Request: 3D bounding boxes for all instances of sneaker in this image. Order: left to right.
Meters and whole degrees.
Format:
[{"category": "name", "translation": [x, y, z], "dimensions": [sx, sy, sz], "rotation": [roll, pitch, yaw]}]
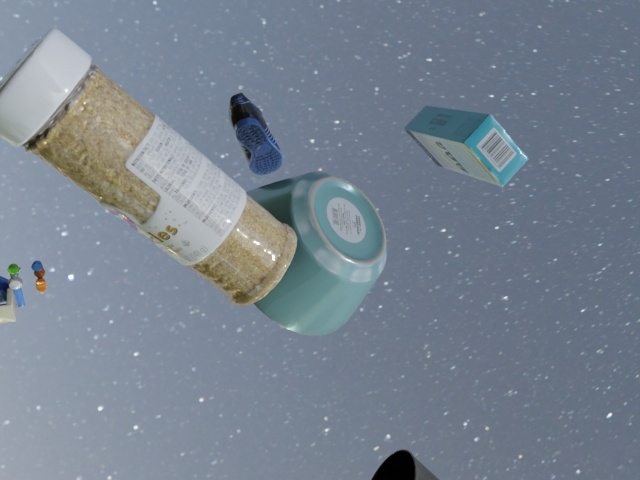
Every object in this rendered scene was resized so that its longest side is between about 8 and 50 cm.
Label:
[{"category": "sneaker", "translation": [-0.138, -0.224, 1.442], "dimensions": [0.081, 0.232, 0.090], "rotation": [-17, -112, 1]}]

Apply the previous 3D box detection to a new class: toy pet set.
[{"category": "toy pet set", "translation": [-0.461, 0.061, 0.981], "dimensions": [0.065, 0.122, 0.114], "rotation": [-115, -156, -45]}]

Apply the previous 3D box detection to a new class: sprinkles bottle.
[{"category": "sprinkles bottle", "translation": [-0.185, -0.067, 0.749], "dimensions": [0.121, 0.355, 0.121], "rotation": [-35, -149, 25]}]

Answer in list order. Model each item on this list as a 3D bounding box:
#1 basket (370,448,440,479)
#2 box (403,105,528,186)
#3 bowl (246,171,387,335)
[{"category": "basket", "translation": [0.214, 0.562, 1.351], "dimensions": [0.154, 0.227, 0.204], "rotation": [-19, -139, 60]}, {"category": "box", "translation": [0.229, -0.159, 1.102], "dimensions": [0.060, 0.100, 0.244], "rotation": [-47, -160, 1]}, {"category": "bowl", "translation": [0.000, 0.000, 1.222], "dimensions": [0.163, 0.311, 0.312], "rotation": [-36, -106, 41]}]
